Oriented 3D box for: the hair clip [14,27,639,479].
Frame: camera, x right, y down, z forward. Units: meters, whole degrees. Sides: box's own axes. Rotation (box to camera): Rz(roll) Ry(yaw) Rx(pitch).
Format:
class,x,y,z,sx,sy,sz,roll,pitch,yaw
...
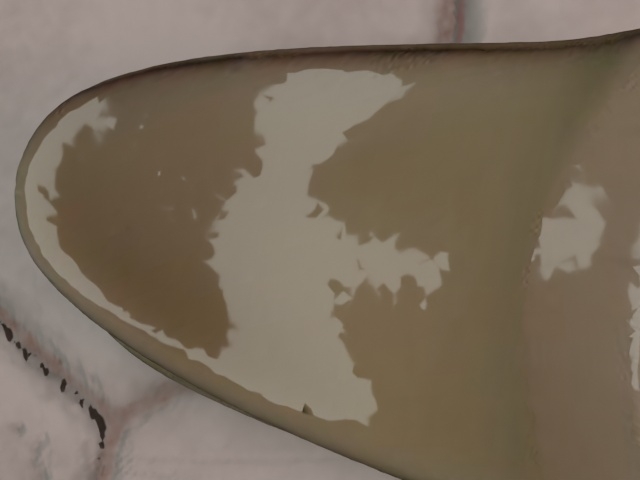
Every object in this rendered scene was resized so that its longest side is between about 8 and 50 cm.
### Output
class,x,y,z,sx,sy,sz,roll,pitch,yaw
hair clip,0.012,0.003,0.575,0.282,0.113,0.173,9,86,20
